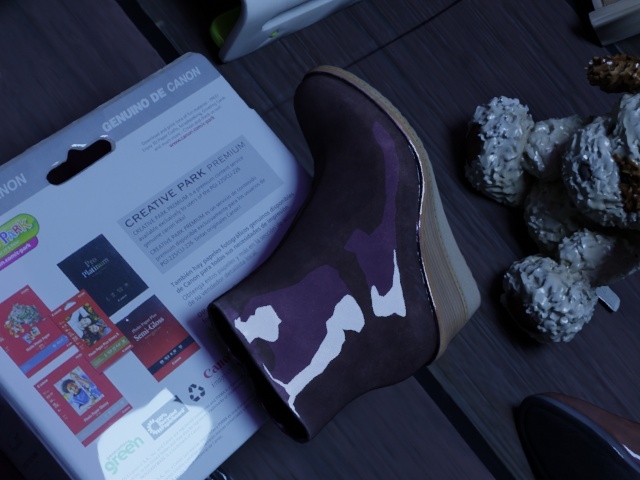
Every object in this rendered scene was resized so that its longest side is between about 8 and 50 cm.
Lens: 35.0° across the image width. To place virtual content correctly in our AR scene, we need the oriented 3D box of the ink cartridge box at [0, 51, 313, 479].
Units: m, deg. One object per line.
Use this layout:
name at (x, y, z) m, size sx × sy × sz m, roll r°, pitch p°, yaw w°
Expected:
ink cartridge box at (-0.135, 0.041, 0.809) m, size 0.309 × 0.130 × 0.272 m, roll -39°, pitch 88°, yaw -33°

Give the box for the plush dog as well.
plush dog at (0.287, -0.050, 0.985) m, size 0.211 × 0.225 × 0.262 m, roll -2°, pitch 68°, yaw -25°

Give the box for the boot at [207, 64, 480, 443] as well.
boot at (0.000, 0.000, 0.760) m, size 0.207 × 0.090 × 0.248 m, roll -29°, pitch 87°, yaw -35°

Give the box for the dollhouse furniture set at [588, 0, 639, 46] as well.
dollhouse furniture set at (0.304, -0.422, 1.072) m, size 0.394 × 0.362 × 0.256 m, roll 30°, pitch 45°, yaw -59°

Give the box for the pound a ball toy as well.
pound a ball toy at (-0.052, -0.325, 1.009) m, size 0.319 × 0.136 × 0.208 m, roll -31°, pitch 83°, yaw -32°

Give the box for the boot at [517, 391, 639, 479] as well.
boot at (0.361, 0.186, 0.977) m, size 0.264 × 0.096 × 0.280 m, roll 25°, pitch 32°, yaw 34°
